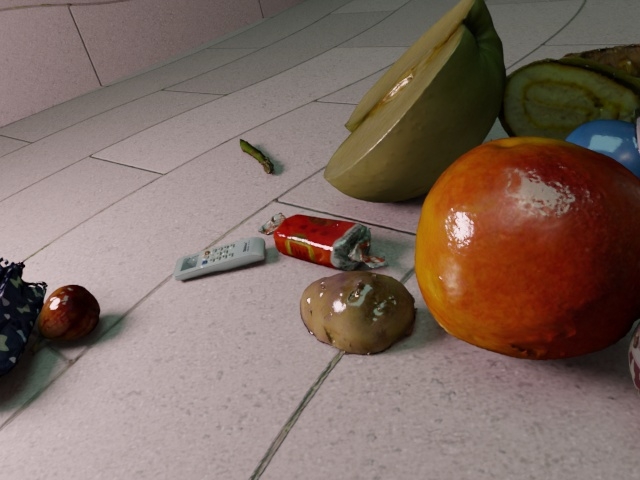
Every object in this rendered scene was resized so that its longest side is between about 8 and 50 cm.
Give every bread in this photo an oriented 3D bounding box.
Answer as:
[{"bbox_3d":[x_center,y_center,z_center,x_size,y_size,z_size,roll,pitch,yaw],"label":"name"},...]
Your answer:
[{"bbox_3d":[0.446,-0.232,1.046,0.257,0.186,0.124,6,23,12],"label":"bread"}]

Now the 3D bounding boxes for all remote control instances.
[{"bbox_3d":[-0.174,0.034,1.014,0.162,0.029,0.061,-16,28,7],"label":"remote control"}]

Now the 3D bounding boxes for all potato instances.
[{"bbox_3d":[0.035,0.087,0.778,0.172,0.089,0.100,-1,35,18],"label":"potato"}]

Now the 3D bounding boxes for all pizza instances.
[{"bbox_3d":[0.718,-0.329,1.115,0.392,0.080,0.435,0,15,-5],"label":"pizza"}]

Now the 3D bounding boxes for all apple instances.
[{"bbox_3d":[0.162,-0.246,1.029,0.312,0.320,0.360,-4,-23,-42],"label":"apple"}]

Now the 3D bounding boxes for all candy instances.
[{"bbox_3d":[-0.001,0.000,0.968,0.292,0.059,0.086,14,42,40],"label":"candy"}]

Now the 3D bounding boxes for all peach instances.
[{"bbox_3d":[0.240,0.015,0.670,0.281,0.238,0.281,-18,54,26],"label":"peach"}]

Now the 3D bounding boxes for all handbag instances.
[{"bbox_3d":[-0.530,0.139,0.893,0.162,0.113,0.260,-29,34,14],"label":"handbag"}]

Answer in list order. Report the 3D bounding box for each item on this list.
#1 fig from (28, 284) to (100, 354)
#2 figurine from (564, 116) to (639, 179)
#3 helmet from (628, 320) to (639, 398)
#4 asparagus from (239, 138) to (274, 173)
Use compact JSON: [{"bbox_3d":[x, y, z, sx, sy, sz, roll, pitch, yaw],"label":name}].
[{"bbox_3d":[-0.414,0.128,0.920,0.125,0.089,0.089,-33,31,4],"label":"fig"},{"bbox_3d":[0.545,-0.092,0.776,0.416,0.243,0.298,-15,33,38],"label":"figurine"},{"bbox_3d":[0.359,0.128,0.546,0.153,0.107,0.177,9,70,-14],"label":"helmet"},{"bbox_3d":[-0.149,-0.200,1.386,0.034,0.027,0.236,-4,26,-25],"label":"asparagus"}]
